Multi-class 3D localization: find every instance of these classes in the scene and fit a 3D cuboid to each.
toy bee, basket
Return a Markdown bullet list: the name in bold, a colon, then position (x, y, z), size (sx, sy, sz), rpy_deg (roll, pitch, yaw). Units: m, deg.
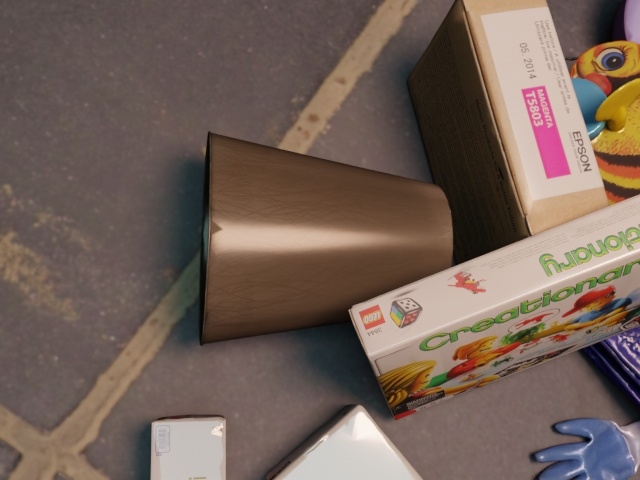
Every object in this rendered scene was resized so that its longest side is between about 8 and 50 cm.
- **toy bee**: position (0.299, -0.141, 0.753), size (0.162, 0.195, 0.298), rpy_deg (-16, 90, 14)
- **basket**: position (0.000, 0.000, 0.715), size (0.227, 0.154, 0.204), rpy_deg (2, 77, -12)

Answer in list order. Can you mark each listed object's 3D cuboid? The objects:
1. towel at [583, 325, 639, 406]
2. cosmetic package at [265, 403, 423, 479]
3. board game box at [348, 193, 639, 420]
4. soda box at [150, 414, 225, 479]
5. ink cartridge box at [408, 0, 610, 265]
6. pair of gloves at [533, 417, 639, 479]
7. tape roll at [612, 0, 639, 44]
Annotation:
- **towel**: position (0.451, 0.081, 0.781), size (0.308, 0.076, 0.227), rpy_deg (-37, 70, -11)
- **cosmetic package**: position (0.063, 0.280, 0.699), size (0.117, 0.085, 0.231), rpy_deg (-38, 85, -12)
- **board game box**: position (0.189, 0.064, 0.672), size (0.305, 0.193, 0.053), rpy_deg (-22, 59, 1)
- **soda box**: position (-0.121, 0.273, 0.677), size (0.069, 0.074, 0.216), rpy_deg (1, 79, -8)
- **ink cartridge box**: position (0.176, -0.101, 0.733), size (0.088, 0.193, 0.234), rpy_deg (-11, 82, -11)
- **pair of gloves**: position (0.312, 0.279, 0.767), size (0.159, 0.023, 0.198), rpy_deg (-13, 80, -10)
- **tape roll**: position (0.433, -0.242, 0.823), size (0.189, 0.080, 0.189), rpy_deg (0, 90, 12)
